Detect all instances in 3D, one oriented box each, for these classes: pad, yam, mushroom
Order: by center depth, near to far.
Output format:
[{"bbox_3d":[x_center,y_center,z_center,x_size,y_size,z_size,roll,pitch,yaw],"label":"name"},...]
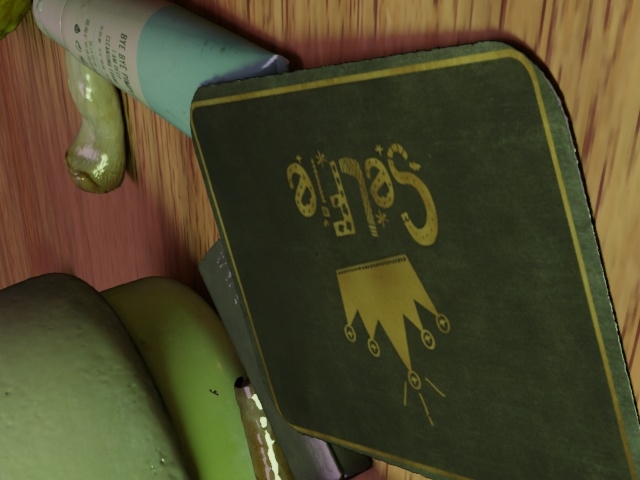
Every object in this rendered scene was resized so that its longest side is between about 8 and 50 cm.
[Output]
[{"bbox_3d":[0.000,-0.001,0.699,0.375,0.063,0.314,2,109,59],"label":"pad"},{"bbox_3d":[-0.016,0.221,0.988,0.046,0.046,0.263,15,121,64],"label":"yam"},{"bbox_3d":[-0.199,-0.131,1.114,0.059,0.054,0.202,47,144,46],"label":"mushroom"}]

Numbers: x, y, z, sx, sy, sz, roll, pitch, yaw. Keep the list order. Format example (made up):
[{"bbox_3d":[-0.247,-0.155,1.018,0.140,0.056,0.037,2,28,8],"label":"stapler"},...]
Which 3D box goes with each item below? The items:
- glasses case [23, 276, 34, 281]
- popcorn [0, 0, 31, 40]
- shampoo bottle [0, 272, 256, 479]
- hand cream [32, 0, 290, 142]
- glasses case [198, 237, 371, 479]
[{"bbox_3d":[-0.287,0.182,1.538,0.308,0.083,0.128,63,151,17],"label":"glasses case"},{"bbox_3d":[-0.422,-0.276,1.263,0.282,0.247,0.282,57,165,23],"label":"popcorn"},{"bbox_3d":[-0.212,0.193,1.059,0.322,0.317,0.322,48,150,39],"label":"shampoo bottle"},{"bbox_3d":[-0.101,-0.126,0.898,0.312,0.070,0.111,35,138,43],"label":"hand cream"},{"bbox_3d":[-0.027,0.085,0.912,0.190,0.042,0.072,64,149,14],"label":"glasses case"}]
